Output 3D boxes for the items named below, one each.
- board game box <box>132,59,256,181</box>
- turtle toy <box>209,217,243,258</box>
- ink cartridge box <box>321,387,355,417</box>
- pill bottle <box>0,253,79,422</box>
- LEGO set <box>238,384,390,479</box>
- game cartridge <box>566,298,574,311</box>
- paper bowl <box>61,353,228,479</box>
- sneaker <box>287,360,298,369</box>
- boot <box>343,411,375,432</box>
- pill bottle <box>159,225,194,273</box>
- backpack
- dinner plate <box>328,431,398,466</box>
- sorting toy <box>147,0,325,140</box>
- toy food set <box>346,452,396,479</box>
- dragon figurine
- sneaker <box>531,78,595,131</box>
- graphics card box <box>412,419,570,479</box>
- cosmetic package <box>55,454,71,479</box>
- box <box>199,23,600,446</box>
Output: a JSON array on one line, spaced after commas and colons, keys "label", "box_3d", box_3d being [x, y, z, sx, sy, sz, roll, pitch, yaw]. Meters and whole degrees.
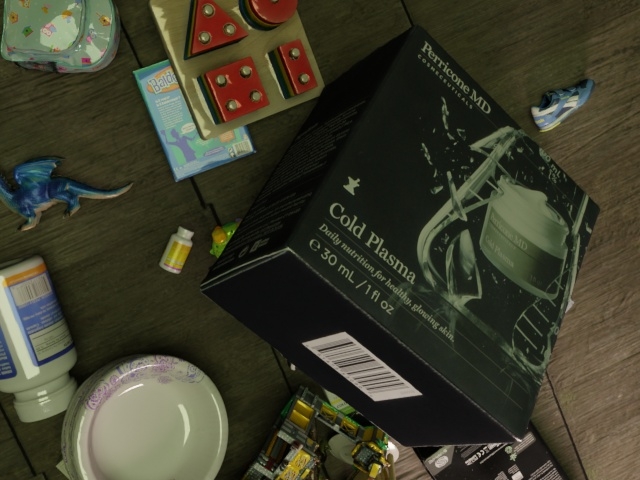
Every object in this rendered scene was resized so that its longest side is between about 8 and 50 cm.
[{"label": "board game box", "box_3d": [-0.228, -0.233, 1.423, 0.160, 0.047, 0.210, -21, 101, -6]}, {"label": "turtle toy", "box_3d": [-0.147, -0.004, 1.458, 0.130, 0.066, 0.095, -21, 124, -9]}, {"label": "ink cartridge box", "box_3d": [0.057, 0.180, 1.503, 0.188, 0.097, 0.255, -25, 101, -5]}, {"label": "pill bottle", "box_3d": [-0.523, 0.174, 1.378, 0.152, 0.152, 0.272, -17, 100, -7]}, {"label": "LEGO set", "box_3d": [-0.038, 0.446, 1.420, 0.255, 0.192, 0.331, 42, 111, -4]}, {"label": "game cartridge", "box_3d": [0.477, 0.120, 1.605, 0.083, 0.017, 0.056, 44, 86, -12]}, {"label": "paper bowl", "box_3d": [-0.321, 0.348, 1.406, 0.284, 0.148, 0.284, 6, 79, -33]}, {"label": "sneaker", "box_3d": [0.051, 0.180, 1.416, 0.234, 0.084, 0.097, -33, 69, -8]}, {"label": "boot", "box_3d": [0.159, 0.326, 1.496, 0.236, 0.178, 0.085, -27, 101, -6]}, {"label": "pill bottle", "box_3d": [-0.266, 0.016, 1.453, 0.043, 0.043, 0.083, 24, 94, -12]}, {"label": "backpack", "box_3d": [-0.439, -0.369, 1.324, 0.188, 0.144, 0.166, 6, 91, -13]}, {"label": "dinner plate", "box_3d": [0.083, 0.418, 1.534, 0.141, 0.017, 0.141, 8, 138, 7]}, {"label": "sorting toy", "box_3d": [-0.131, -0.342, 1.369, 0.257, 0.089, 0.256, -25, 101, -22]}, {"label": "toy food set", "box_3d": [0.089, 0.500, 1.510, 0.038, 0.132, 0.192, 29, 133, -31]}, {"label": "dragon figurine", "box_3d": [-0.490, -0.105, 1.378, 0.289, 0.085, 0.144, -17, 100, -5]}, {"label": "sneaker", "box_3d": [0.477, -0.277, 1.532, 0.144, 0.053, 0.059, -39, 100, -3]}, {"label": "graphics card box", "box_3d": [0.383, 0.508, 1.603, 0.232, 0.094, 0.371, -36, 103, -3]}, {"label": "cosmetic package", "box_3d": [-0.440, 0.442, 1.484, 0.060, 0.041, 0.115, -40, 102, -3]}, {"label": "box", "box_3d": [0.148, 0.010, 1.281, 0.480, 0.297, 0.472, 40, 57, -18]}]
